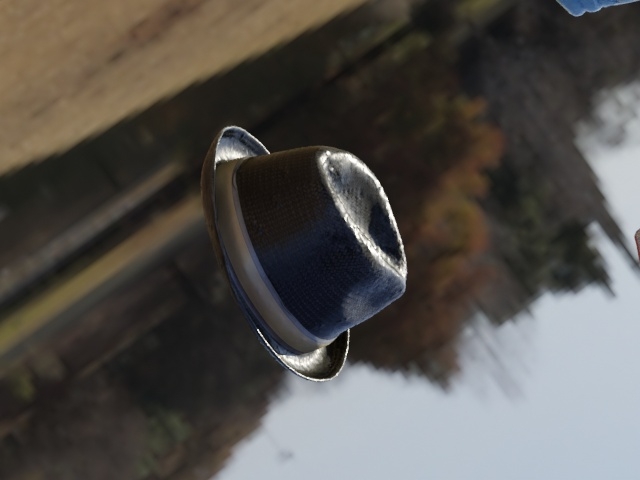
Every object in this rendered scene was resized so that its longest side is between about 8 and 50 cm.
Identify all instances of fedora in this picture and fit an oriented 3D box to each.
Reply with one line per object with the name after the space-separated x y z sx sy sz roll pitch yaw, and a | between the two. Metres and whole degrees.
0.000 0.000 2.302 0.152 0.334 0.334 -20 -173 22 | fedora

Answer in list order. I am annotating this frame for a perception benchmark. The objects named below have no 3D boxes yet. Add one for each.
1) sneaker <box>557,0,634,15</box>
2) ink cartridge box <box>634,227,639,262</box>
0.278 -0.393 2.175 0.208 0.319 0.127 -19 -165 12 | sneaker
0.530 0.082 2.279 0.306 0.226 0.131 4 156 -36 | ink cartridge box
